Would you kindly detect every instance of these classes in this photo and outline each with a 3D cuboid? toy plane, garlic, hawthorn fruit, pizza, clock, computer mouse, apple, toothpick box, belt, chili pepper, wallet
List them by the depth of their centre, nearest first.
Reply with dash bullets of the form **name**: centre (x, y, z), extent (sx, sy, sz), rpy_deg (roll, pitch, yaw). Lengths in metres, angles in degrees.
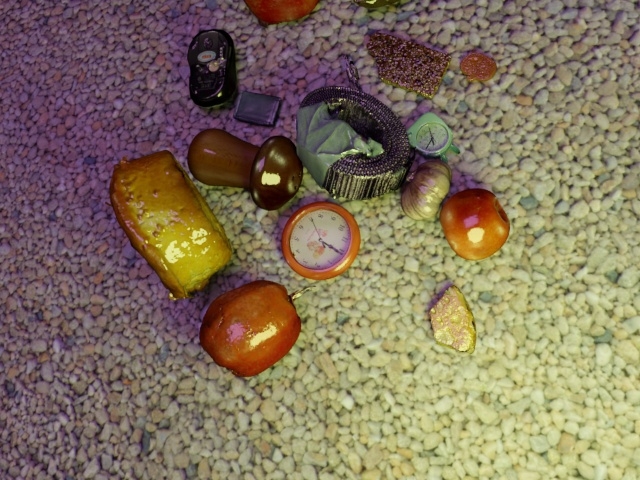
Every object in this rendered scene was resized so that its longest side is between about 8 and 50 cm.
- **apple**: centre (0.351, -0.040, 1.181), extent (0.139, 0.163, 0.163), rpy_deg (-26, 72, 19)
- **pizza**: centre (0.305, 0.187, 1.201), extent (0.099, 0.036, 0.160), rpy_deg (-15, 73, 10)
- **garlic**: centre (0.246, -0.124, 1.234), extent (0.102, 0.147, 0.159), rpy_deg (31, 69, -3)
- **hawthorn fruit**: centre (-0.136, 0.186, 1.234), extent (0.299, 0.211, 0.211), rpy_deg (-36, 71, -9)
- **belt**: centre (0.072, -0.246, 1.277), extent (0.260, 0.122, 0.325), rpy_deg (-25, 65, -21)
- **clock**: centre (0.284, -0.251, 1.310), extent (0.101, 0.041, 0.135), rpy_deg (-43, 72, 1)
- **clock**: centre (0.000, 0.000, 1.314), extent (0.205, 0.051, 0.205), rpy_deg (-3, 75, 12)
- **toothpick box**: centre (-0.188, -0.191, 1.344), extent (0.294, 0.192, 0.192), rpy_deg (17, 81, 24)
- **toy plane**: centre (0.088, -0.439, 1.401), extent (0.031, 0.049, 0.121), rpy_deg (-16, 91, 11)
- **chili pepper**: centre (-0.141, -0.773, 1.410), extent (0.251, 0.305, 0.229), rpy_deg (11, 74, 26)
- **wallet**: centre (-0.177, -0.369, 1.461), extent (0.129, 0.026, 0.088), rpy_deg (14, 85, 16)
- **computer mouse**: centre (-0.306, -0.485, 1.487), extent (0.137, 0.096, 0.233), rpy_deg (0, 81, 19)

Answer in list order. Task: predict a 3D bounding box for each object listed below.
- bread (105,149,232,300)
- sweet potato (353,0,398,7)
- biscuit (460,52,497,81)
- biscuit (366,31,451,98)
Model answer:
- **bread**: centre (-0.359, -0.041, 1.269), extent (0.204, 0.337, 0.358), rpy_deg (-30, 79, -3)
- **sweet potato**: centre (0.264, -0.770, 1.400), extent (0.130, 0.130, 0.423), rpy_deg (44, 96, 19)
- **biscuit**: centre (0.404, -0.442, 1.339), extent (0.091, 0.015, 0.078), rpy_deg (36, 89, 19)
- **biscuit**: centre (0.218, -0.473, 1.388), extent (0.236, 0.026, 0.131), rpy_deg (26, 83, 17)
